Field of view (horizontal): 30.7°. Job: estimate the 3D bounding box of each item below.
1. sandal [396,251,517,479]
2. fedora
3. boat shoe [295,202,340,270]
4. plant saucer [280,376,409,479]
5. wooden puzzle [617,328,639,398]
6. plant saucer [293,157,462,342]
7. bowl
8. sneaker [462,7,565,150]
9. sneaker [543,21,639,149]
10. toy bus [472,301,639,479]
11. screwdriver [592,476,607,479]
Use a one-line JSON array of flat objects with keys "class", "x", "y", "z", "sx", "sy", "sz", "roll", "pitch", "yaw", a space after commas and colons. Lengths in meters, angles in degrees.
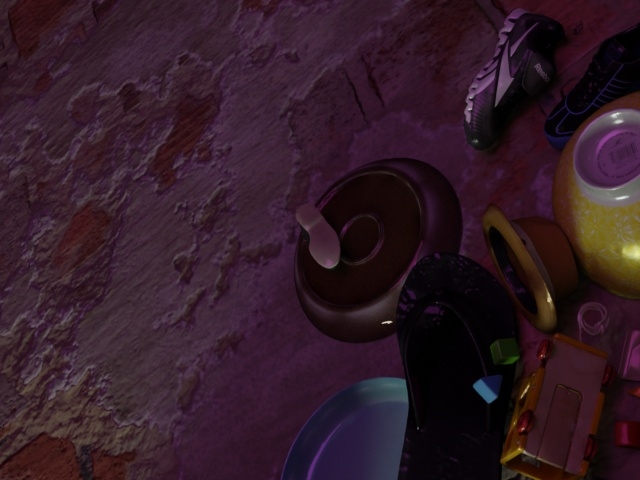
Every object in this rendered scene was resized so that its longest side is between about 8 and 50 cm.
[{"class": "sandal", "x": 0.176, "y": 0.183, "z": 1.530, "sx": 0.167, "sy": 0.107, "sz": 0.446, "roll": -7, "pitch": 52, "yaw": 13}, {"class": "fedora", "x": 0.287, "y": 0.027, "z": 1.545, "sx": 0.079, "sy": 0.194, "sz": 0.194, "roll": -24, "pitch": 49, "yaw": -7}, {"class": "boat shoe", "x": 0.002, "y": -0.001, "z": 1.797, "sx": 0.049, "sy": 0.042, "sz": 0.133, "roll": -28, "pitch": 49, "yaw": -1}, {"class": "plant saucer", "x": 0.077, "y": 0.347, "z": 1.612, "sx": 0.317, "sy": 0.043, "sz": 0.318, "roll": -20, "pitch": 56, "yaw": 31}, {"class": "wooden puzzle", "x": 0.415, "y": 0.147, "z": 1.462, "sx": 0.078, "sy": 0.014, "sz": 0.116, "roll": 13, "pitch": 76, "yaw": 38}, {"class": "plant saucer", "x": 0.072, "y": 0.004, "z": 1.797, "sx": 0.310, "sy": 0.050, "sz": 0.311, "roll": -20, "pitch": 56, "yaw": 32}, {"class": "bowl", "x": 0.409, "y": -0.084, "z": 1.491, "sx": 0.289, "sy": 0.156, "sz": 0.290, "roll": -18, "pitch": 57, "yaw": 31}, {"class": "sneaker", "x": 0.291, "y": -0.239, "z": 1.724, "sx": 0.106, "sy": 0.078, "sz": 0.234, "roll": 15, "pitch": 76, "yaw": 46}, {"class": "sneaker", "x": 0.395, "y": -0.226, "z": 1.622, "sx": 0.232, "sy": 0.090, "sz": 0.081, "roll": -41, "pitch": 48, "yaw": 14}, {"class": "toy bus", "x": 0.295, "y": 0.205, "z": 1.463, "sx": 0.202, "sy": 0.104, "sz": 0.191, "roll": -20, "pitch": 74, "yaw": -20}, {"class": "screwdriver", "x": 0.393, "y": 0.328, "z": 1.382, "sx": 0.170, "sy": 0.024, "sz": 0.025, "roll": 30, "pitch": 118, "yaw": 38}]
